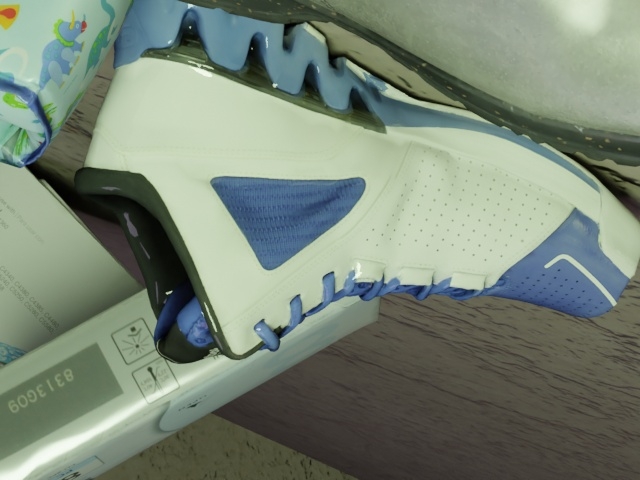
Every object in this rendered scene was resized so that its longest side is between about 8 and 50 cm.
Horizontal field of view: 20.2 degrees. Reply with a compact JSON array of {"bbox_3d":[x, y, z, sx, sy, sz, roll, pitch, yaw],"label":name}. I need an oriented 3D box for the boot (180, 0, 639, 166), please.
[{"bbox_3d":[0.025,-0.132,0.513,0.338,0.118,0.223,12,160,23],"label":"boot"}]

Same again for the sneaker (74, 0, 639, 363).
[{"bbox_3d":[-0.001,-0.001,0.965,0.315,0.182,0.127,25,169,-17],"label":"sneaker"}]

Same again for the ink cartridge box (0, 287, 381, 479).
[{"bbox_3d":[-0.105,0.115,1.407,0.091,0.308,0.385,59,174,13],"label":"ink cartridge box"}]

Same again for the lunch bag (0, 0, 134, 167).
[{"bbox_3d":[-0.133,-0.110,0.832,0.096,0.129,0.151,24,169,7],"label":"lunch bag"}]

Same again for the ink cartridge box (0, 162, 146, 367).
[{"bbox_3d":[-0.288,0.095,1.577,0.197,0.270,0.198,45,174,14],"label":"ink cartridge box"}]
